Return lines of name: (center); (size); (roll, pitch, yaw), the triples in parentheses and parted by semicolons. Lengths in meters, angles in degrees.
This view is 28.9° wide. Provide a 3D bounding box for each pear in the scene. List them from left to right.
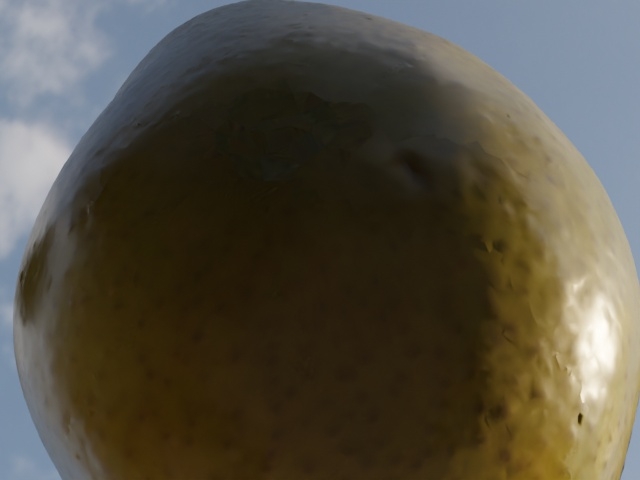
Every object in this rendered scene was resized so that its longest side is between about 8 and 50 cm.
pear: (0.000, 0.000, 0.645); (0.340, 0.386, 0.191); (-20, -37, -11)
